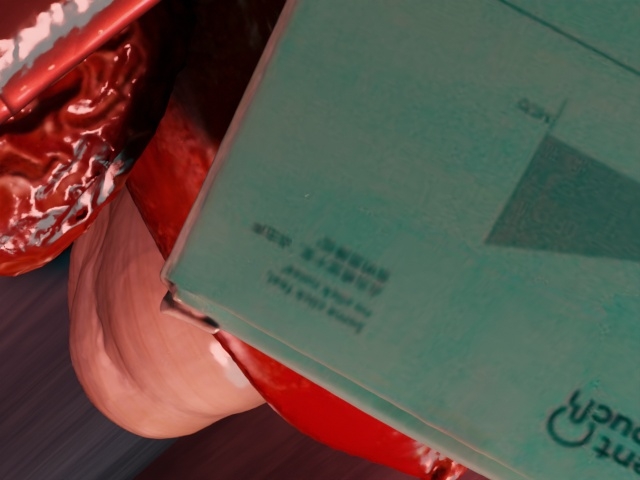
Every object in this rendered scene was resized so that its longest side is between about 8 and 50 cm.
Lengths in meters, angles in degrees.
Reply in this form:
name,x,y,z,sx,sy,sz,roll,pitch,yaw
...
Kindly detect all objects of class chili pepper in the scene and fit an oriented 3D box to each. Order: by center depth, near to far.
name,x,y,z,sx,sy,sz,roll,pitch,yaw
chili pepper,0.000,0.000,0.618,0.136,0.253,0.144,-22,-176,8

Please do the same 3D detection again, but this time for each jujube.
name,x,y,z,sx,sy,sz,roll,pitch,yaw
jujube,-0.096,-0.047,0.507,0.129,0.077,0.077,-52,172,7

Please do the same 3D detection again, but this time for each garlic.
name,x,y,z,sx,sy,sz,roll,pitch,yaw
garlic,-0.043,0.005,0.779,0.227,0.152,0.228,-25,-162,9

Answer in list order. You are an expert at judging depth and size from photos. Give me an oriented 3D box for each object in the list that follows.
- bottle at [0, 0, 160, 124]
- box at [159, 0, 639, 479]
name,x,y,z,sx,sy,sz,roll,pitch,yaw
bottle,-0.052,-0.105,0.421,0.164,0.060,0.060,-39,174,-8
box,0.105,-0.077,0.442,0.311,0.205,0.118,-64,174,25
